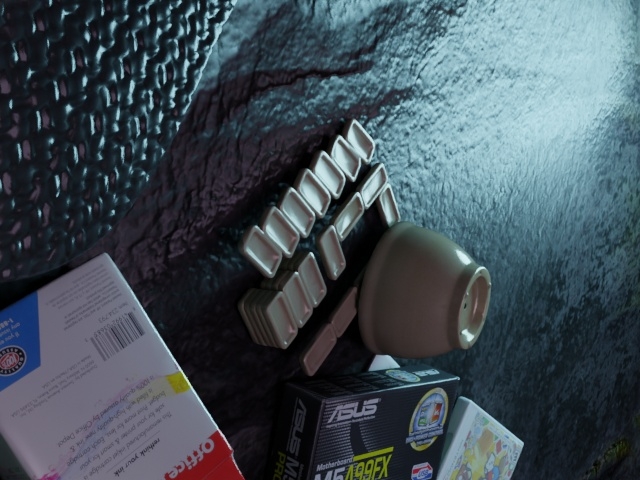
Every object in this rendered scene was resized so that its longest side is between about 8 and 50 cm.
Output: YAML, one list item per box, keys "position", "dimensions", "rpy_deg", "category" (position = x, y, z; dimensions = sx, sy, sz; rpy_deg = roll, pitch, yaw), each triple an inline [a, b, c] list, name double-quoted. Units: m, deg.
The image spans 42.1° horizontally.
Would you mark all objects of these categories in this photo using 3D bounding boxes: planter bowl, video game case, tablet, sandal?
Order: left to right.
- position: [-0.164, -0.147, 0.594]
  dimensions: [0.167, 0.107, 0.445]
  rpy_deg: [59, 45, -39]
  category: "sandal"
- position: [0.079, 0.172, 1.030]
  dimensions: [0.054, 0.006, 0.083]
  rpy_deg: [-60, 137, -18]
  category: "tablet"
- position: [0.130, 0.067, 0.957]
  dimensions: [0.162, 0.109, 0.162]
  rpy_deg: [-32, 129, -52]
  category: "planter bowl"
- position: [0.220, 0.363, 1.235]
  dimensions: [0.227, 0.026, 0.206]
  rpy_deg: [41, 70, -47]
  category: "video game case"

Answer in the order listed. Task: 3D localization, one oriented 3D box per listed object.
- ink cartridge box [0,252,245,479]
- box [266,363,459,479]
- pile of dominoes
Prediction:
- position: [-0.161, 0.143, 0.609]
  dimensions: [0.134, 0.078, 0.231]
  rpy_deg: [-35, 98, -38]
  category: "ink cartridge box"
- position: [0.048, 0.264, 0.973]
  dimensions: [0.270, 0.060, 0.216]
  rpy_deg: [4, 101, -50]
  category: "box"
- position: [0.000, 0.000, 0.882]
  dimensions: [0.251, 0.040, 0.196]
  rpy_deg: [-52, 135, -38]
  category: "pile of dominoes"
